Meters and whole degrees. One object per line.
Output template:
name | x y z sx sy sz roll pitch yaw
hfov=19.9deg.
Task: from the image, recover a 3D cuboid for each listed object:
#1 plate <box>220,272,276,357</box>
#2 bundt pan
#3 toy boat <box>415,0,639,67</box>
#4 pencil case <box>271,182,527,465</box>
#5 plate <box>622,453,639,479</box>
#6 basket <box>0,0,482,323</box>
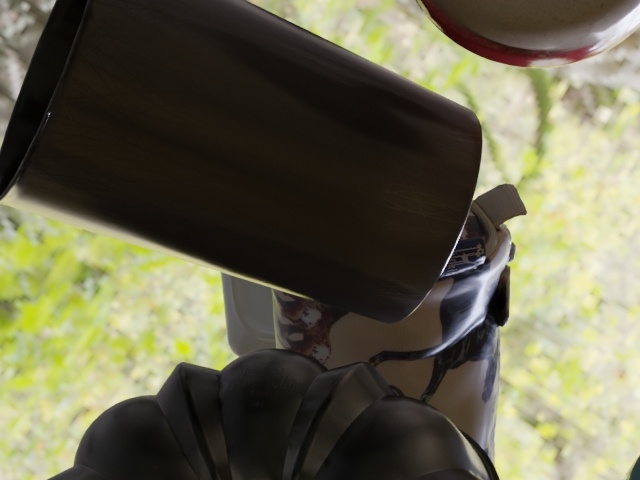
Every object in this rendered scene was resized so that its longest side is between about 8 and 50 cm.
plate | 0.000 0.000 1.815 0.045 0.278 0.277 -30 116 -56
bundt pan | -0.034 0.206 1.042 0.331 0.331 0.124 -51 157 -15
toy boat | 0.129 -0.193 0.946 0.151 0.151 0.231 80 34 -72
pencil case | 0.064 0.156 1.352 0.160 0.184 0.410 -93 180 -64
plate | 0.340 0.205 1.662 0.188 0.024 0.188 -36 -160 16
basket | -0.042 -0.052 0.975 0.154 0.227 0.204 -69 -165 0
